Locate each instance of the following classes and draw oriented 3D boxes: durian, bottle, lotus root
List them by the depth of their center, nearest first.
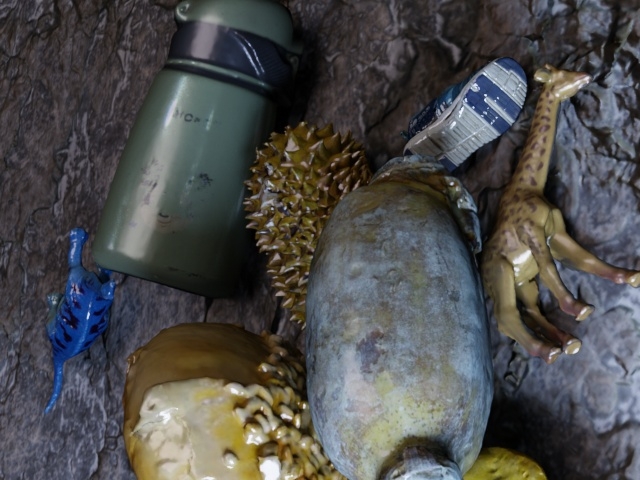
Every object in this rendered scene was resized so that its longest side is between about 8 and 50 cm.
[{"bbox_3d":[0.064,0.090,1.094,0.175,0.175,0.349,-32,40,36],"label":"lotus root"},{"bbox_3d":[-0.003,-0.007,1.307,0.183,0.138,0.249,-45,52,15],"label":"durian"},{"bbox_3d":[-0.129,-0.115,1.452,0.168,0.168,0.347,13,85,49],"label":"bottle"}]

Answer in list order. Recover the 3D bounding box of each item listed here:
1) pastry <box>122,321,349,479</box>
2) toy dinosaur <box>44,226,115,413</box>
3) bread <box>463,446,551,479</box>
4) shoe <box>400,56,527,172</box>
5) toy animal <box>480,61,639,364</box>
[{"bbox_3d":[-0.051,0.198,1.168,0.184,0.315,0.284,-24,68,3],"label":"pastry"},{"bbox_3d":[-0.294,0.082,1.603,0.329,0.076,0.144,129,148,-49],"label":"toy dinosaur"},{"bbox_3d":[0.162,0.260,1.056,0.233,0.088,0.160,22,87,52],"label":"bread"},{"bbox_3d":[0.138,-0.125,1.252,0.143,0.064,0.071,-43,29,21],"label":"shoe"},{"bbox_3d":[0.199,-0.025,1.149,0.149,0.054,0.275,-28,55,35],"label":"toy animal"}]
